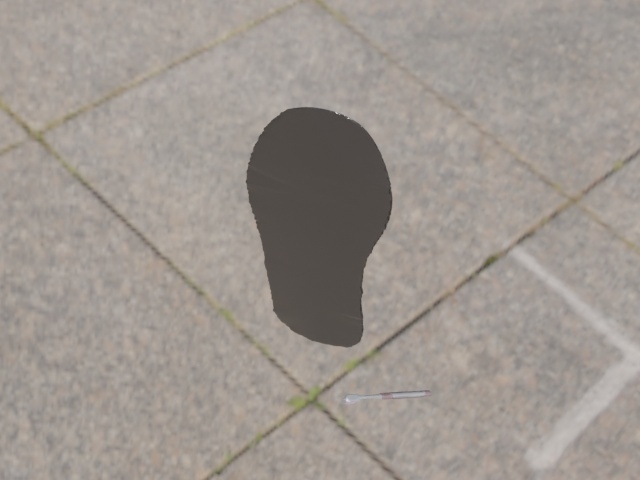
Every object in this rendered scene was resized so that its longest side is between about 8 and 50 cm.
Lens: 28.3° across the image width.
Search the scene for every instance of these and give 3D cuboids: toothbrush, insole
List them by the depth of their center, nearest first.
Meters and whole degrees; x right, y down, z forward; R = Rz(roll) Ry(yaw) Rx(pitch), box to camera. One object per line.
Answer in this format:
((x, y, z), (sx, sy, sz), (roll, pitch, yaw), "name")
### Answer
((0.000, 0.000, 0.451), (0.053, 0.152, 0.002), (16, 59, 12), "insole")
((0.053, 0.122, 0.995), (0.097, 0.008, 0.006), (3, 59, -43), "toothbrush")
